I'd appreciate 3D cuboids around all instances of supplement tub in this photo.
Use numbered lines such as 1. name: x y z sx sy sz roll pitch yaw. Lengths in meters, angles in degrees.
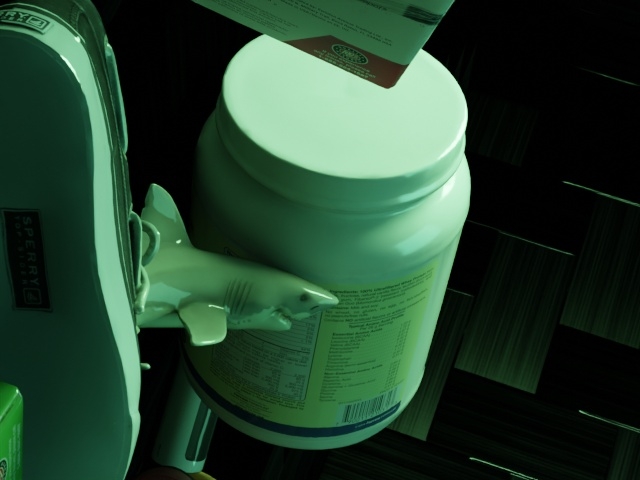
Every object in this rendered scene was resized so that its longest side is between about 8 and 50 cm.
1. supplement tub: 0.000 0.000 1.215 0.235 0.235 0.325 -63 168 -45

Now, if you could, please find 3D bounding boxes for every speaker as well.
1. speaker: -0.123 0.155 1.369 0.055 0.055 0.136 -25 133 -78

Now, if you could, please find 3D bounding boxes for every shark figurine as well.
1. shark figurine: -0.125 0.018 0.993 0.278 0.166 0.116 -2 95 -59

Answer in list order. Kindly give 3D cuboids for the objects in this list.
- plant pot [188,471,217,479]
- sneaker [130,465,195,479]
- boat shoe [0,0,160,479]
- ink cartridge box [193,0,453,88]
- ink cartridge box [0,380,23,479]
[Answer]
1. plant pot: -0.089 0.405 1.463 0.203 0.291 0.291 -52 166 -17
2. sneaker: -0.174 0.315 1.175 0.136 0.115 0.314 95 16 -53
3. boat shoe: -0.146 0.015 0.751 0.105 0.113 0.306 -69 158 -62
4. ink cartridge box: 0.013 -0.209 0.900 0.237 0.172 0.100 128 -14 -73
5. ink cartridge box: -0.224 0.176 0.651 0.208 0.086 0.153 -63 168 -50
